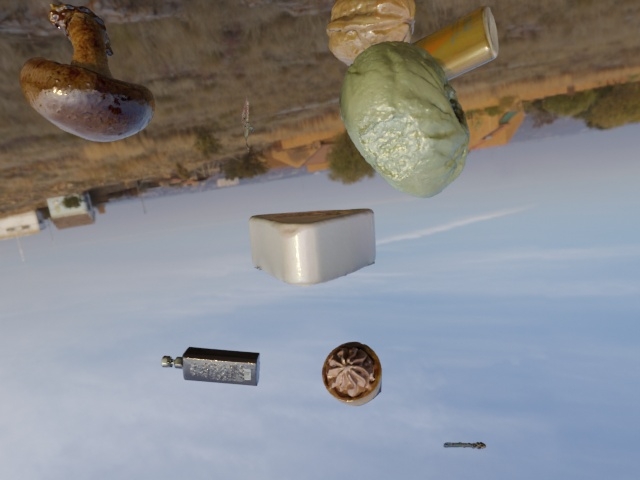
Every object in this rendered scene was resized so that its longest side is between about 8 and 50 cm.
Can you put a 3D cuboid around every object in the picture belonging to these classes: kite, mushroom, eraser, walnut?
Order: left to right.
[{"bbox_3d":[-0.637,-0.463,1.235,0.334,0.356,0.331,22,173,42],"label":"mushroom"},{"bbox_3d":[-0.179,-0.284,1.045,0.011,0.139,0.156,-8,-153,-18],"label":"kite"},{"bbox_3d":[0.000,0.000,1.072,0.332,0.149,0.331,-1,-173,0],"label":"eraser"},{"bbox_3d":[0.125,-0.543,1.095,0.245,0.198,0.198,12,-160,31],"label":"walnut"}]

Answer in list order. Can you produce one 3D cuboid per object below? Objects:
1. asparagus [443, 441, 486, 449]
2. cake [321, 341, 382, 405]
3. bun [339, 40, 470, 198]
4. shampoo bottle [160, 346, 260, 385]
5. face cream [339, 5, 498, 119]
[{"bbox_3d":[0.286,0.412,0.862,0.016,0.013,0.166,14,153,-5],"label":"asparagus"},{"bbox_3d":[0.106,0.410,1.357,0.208,0.178,0.185,-20,-125,-14],"label":"cake"},{"bbox_3d":[0.120,-0.163,0.546,0.108,0.221,0.221,-36,173,34],"label":"bun"},{"bbox_3d":[-0.349,0.396,1.356,0.310,0.098,0.071,4,-161,2],"label":"shampoo bottle"},{"bbox_3d":[0.168,-0.309,0.776,0.285,0.067,0.139,-17,-138,36],"label":"face cream"}]
